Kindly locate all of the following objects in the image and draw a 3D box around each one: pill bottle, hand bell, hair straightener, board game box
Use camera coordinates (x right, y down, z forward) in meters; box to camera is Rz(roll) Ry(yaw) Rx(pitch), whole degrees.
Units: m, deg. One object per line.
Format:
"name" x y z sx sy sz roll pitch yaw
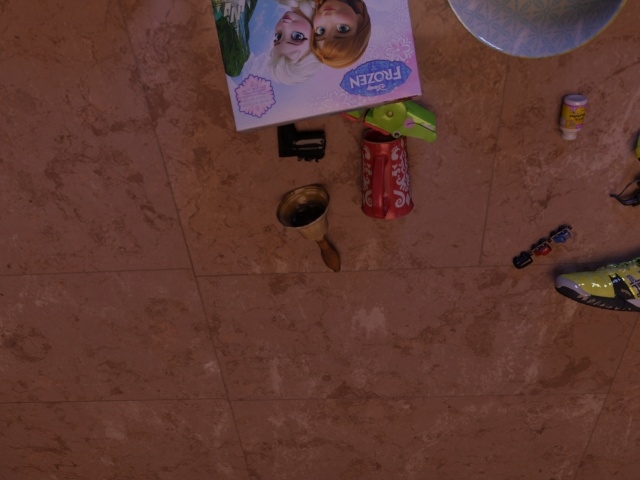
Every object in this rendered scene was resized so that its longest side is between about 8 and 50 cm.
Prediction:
"pill bottle" 0.503 -0.245 1.065 0.044 0.043 0.083 -4 127 5
"hand bell" 0.000 0.000 1.245 0.126 0.126 0.242 -15 136 12
"hair straightener" 0.745 -0.135 1.144 0.231 0.047 0.089 -15 128 19
"board game box" -0.014 -0.366 0.888 0.319 0.066 0.317 -10 97 9

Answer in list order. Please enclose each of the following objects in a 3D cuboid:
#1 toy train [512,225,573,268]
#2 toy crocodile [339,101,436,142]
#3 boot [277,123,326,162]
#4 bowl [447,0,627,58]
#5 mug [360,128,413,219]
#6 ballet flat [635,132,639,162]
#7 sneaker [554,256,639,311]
"toy train" 0.527 0.018 1.264 0.027 0.036 0.158 36 120 -22
"toy crocodile" 0.071 -0.273 1.018 0.341 0.115 0.105 22 128 -12
"boot" -0.038 -0.216 1.106 0.099 0.045 0.121 2 134 3
"bowl" 0.345 -0.449 0.818 0.290 0.156 0.289 27 147 19
"mug" 0.140 -0.135 1.102 0.113 0.150 0.169 -12 122 -7
"ballet flat" 0.757 -0.199 1.074 0.231 0.077 0.077 -1 170 7
"sneaker" 0.759 0.091 1.274 0.385 0.145 0.147 1 96 4
